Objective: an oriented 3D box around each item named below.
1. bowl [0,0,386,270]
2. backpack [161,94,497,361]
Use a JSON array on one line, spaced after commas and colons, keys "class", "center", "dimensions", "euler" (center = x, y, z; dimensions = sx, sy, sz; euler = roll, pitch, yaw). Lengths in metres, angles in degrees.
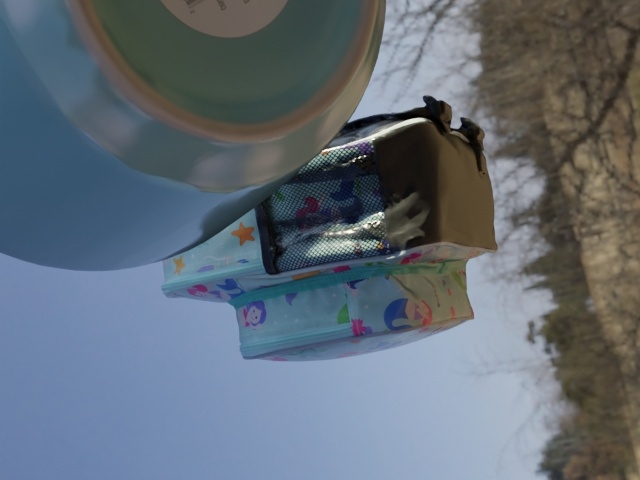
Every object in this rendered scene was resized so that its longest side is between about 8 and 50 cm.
[{"class": "bowl", "center": [-0.087, -0.134, 0.572], "dimensions": [0.312, 0.163, 0.311], "euler": [-1, -88, -35]}, {"class": "backpack", "center": [0.000, 0.000, 0.859], "dimensions": [0.225, 0.254, 0.191], "euler": [4, -98, -67]}]
